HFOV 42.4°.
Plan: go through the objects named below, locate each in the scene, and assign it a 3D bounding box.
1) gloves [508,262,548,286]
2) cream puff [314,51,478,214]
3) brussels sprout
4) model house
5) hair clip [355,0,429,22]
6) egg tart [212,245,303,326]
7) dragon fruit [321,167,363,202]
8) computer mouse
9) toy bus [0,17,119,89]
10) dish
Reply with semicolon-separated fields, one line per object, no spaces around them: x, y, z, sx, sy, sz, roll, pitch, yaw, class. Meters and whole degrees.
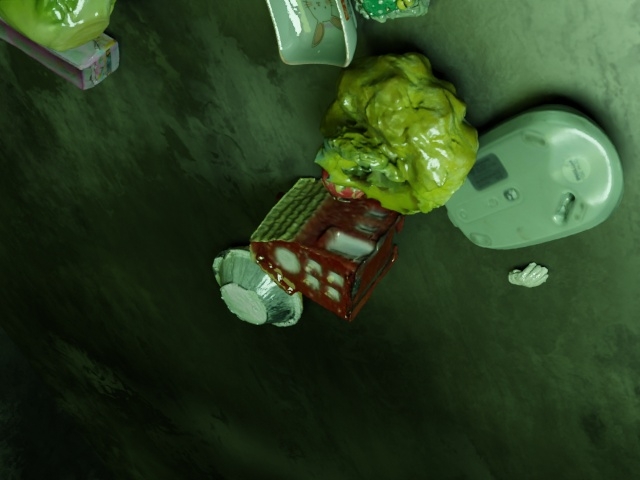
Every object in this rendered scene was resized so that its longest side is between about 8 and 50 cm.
0.354;0.063;1.416;0.044;0.037;0.081;19;150;-36;gloves
0.098;-0.148;1.255;0.282;0.185;0.282;32;136;37;cream puff
-0.448;-0.471;1.394;0.259;0.227;0.294;-20;90;56;brussels sprout
0.000;0.000;1.512;0.254;0.196;0.160;24;142;20;model house
0.053;-0.435;1.110;0.138;0.091;0.321;9;132;38;hair clip
-0.146;0.115;1.833;0.234;0.094;0.234;22;141;19;egg tart
0.039;-0.119;1.454;0.116;0.081;0.086;54;157;32;dragon fruit
0.311;-0.090;1.244;0.331;0.095;0.197;-21;99;58;computer mouse
-0.529;-0.409;1.610;0.274;0.112;0.090;32;150;9;toy bus
-0.018;-0.371;1.233;0.151;0.077;0.212;13;136;43;dish
